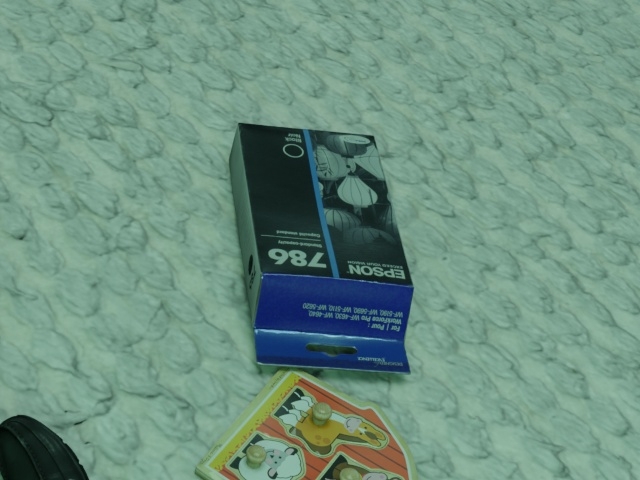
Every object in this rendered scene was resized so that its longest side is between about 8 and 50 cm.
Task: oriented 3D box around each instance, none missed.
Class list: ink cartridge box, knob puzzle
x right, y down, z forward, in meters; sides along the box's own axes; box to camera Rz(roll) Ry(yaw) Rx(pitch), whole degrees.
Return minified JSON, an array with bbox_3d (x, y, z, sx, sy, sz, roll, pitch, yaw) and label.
[{"bbox_3d":[0.000,0.000,1.564,0.165,0.065,0.332,5,40,-15],"label":"ink cartridge box"},{"bbox_3d":[0.009,0.204,1.374,0.213,0.030,0.213,10,41,-9],"label":"knob puzzle"}]

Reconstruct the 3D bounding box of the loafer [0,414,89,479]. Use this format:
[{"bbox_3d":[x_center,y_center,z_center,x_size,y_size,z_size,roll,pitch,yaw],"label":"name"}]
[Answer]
[{"bbox_3d":[-0.223,0.236,1.224,0.078,0.076,0.223,-10,51,-38],"label":"loafer"}]
